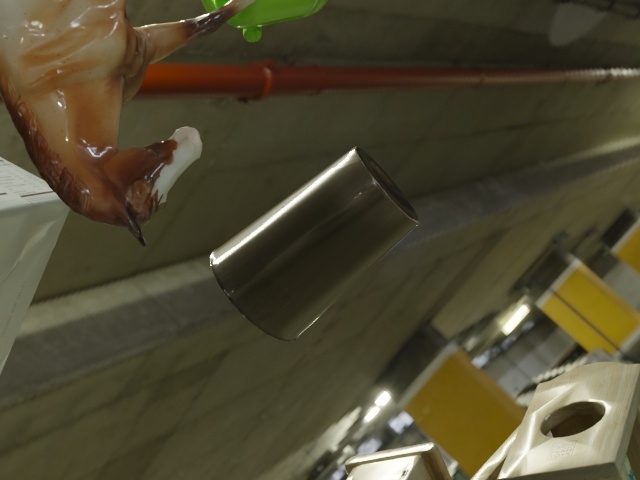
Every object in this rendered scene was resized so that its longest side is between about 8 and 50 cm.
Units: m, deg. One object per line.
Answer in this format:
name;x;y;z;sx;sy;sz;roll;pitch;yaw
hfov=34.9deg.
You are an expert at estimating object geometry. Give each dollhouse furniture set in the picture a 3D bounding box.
dollhouse furniture set;0.120;0.177;0.544;0.160;0.182;0.101;-17;14;30

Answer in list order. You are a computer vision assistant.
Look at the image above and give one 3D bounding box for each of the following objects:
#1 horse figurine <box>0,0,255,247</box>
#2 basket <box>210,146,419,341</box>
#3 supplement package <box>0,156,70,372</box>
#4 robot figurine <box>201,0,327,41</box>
horse figurine;-0.144;-0.134;0.485;0.174;0.263;0.066;-56;5;-19
basket;0.000;0.000;1.301;0.227;0.154;0.204;-40;-15;13
supplement package;-0.404;0.047;1.042;0.262;0.145;0.204;-65;-9;12
robot figurine;-0.038;-0.199;0.774;0.115;0.067;0.101;-21;-15;-39
